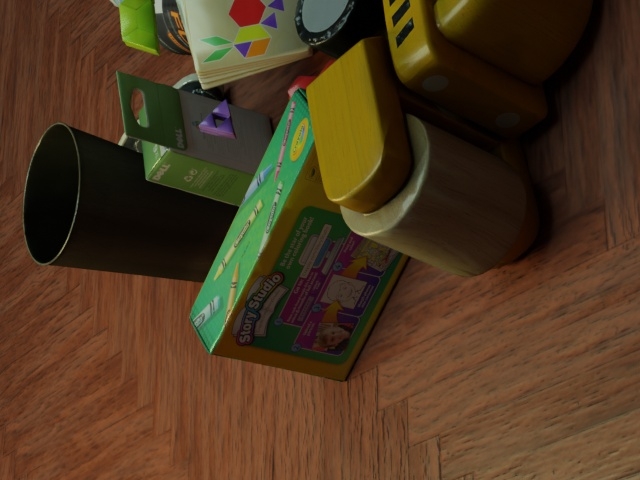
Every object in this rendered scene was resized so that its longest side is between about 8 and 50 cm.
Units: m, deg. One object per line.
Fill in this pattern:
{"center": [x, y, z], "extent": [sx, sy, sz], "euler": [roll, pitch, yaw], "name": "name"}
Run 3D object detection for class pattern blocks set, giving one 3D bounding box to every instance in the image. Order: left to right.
{"center": [-0.089, -0.270, 1.894], "extent": [0.026, 0.285, 0.324], "euler": [68, -160, -72], "name": "pattern blocks set"}

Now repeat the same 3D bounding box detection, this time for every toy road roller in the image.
{"center": [0.131, -0.158, 1.504], "extent": [0.241, 0.202, 0.329], "euler": [-36, 47, 36], "name": "toy road roller"}

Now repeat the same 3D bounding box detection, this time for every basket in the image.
{"center": [-0.226, -0.031, 2.016], "extent": [0.154, 0.227, 0.204], "euler": [-58, 34, 28], "name": "basket"}

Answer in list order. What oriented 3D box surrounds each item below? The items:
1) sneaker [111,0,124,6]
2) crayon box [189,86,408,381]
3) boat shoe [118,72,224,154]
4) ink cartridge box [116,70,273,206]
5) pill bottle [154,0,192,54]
{"center": [-0.198, -0.430, 2.251], "extent": [0.208, 0.127, 0.319], "euler": [-122, 44, -54], "name": "sneaker"}
{"center": [0.000, 0.000, 1.682], "extent": [0.278, 0.165, 0.081], "euler": [-63, 32, 20], "name": "crayon box"}
{"center": [-0.205, -0.121, 2.162], "extent": [0.233, 0.084, 0.079], "euler": [-43, 42, 38], "name": "boat shoe"}
{"center": [-0.155, -0.117, 1.949], "extent": [0.062, 0.209, 0.109], "euler": [-48, 40, 38], "name": "ink cartridge box"}
{"center": [-0.117, -0.293, 2.042], "extent": [0.246, 0.130, 0.130], "euler": [11, 87, 60], "name": "pill bottle"}
